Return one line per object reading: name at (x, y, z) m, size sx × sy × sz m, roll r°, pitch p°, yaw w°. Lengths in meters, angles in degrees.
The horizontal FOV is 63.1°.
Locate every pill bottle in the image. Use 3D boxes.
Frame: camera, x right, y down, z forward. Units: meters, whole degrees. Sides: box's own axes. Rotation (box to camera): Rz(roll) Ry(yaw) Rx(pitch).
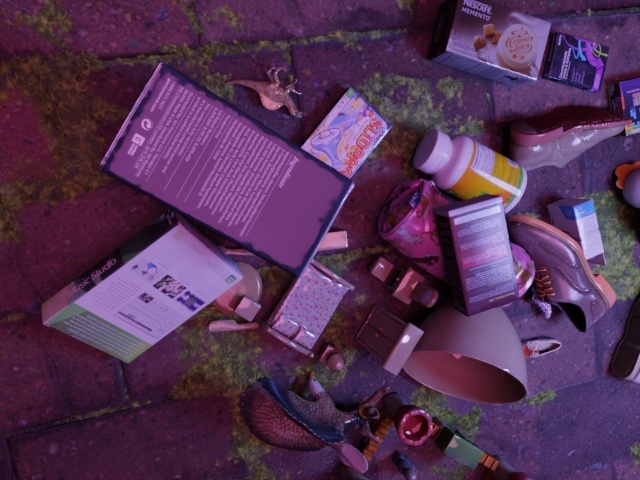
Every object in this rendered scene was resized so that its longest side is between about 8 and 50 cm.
pill bottle at (0.350, -0.166, 1.239) m, size 0.245 × 0.136 × 0.136 m, roll 23°, pitch 91°, yaw -15°

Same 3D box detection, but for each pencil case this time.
pencil case at (0.326, 0.012, 1.247) m, size 0.386 × 0.167 × 0.160 m, roll 33°, pitch 47°, yaw -15°

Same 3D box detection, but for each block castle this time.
block castle at (0.292, 0.614, 1.278) m, size 0.453 × 0.213 × 0.303 m, roll 35°, pitch 88°, yaw -15°

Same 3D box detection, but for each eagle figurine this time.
eagle figurine at (-0.023, 0.401, 1.196) m, size 0.298 × 0.225 × 0.226 m, roll 3°, pitch 106°, yaw -25°

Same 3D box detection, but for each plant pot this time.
plant pot at (0.354, 0.242, 1.243) m, size 0.284 × 0.284 × 0.191 m, roll 31°, pitch 60°, yaw -15°

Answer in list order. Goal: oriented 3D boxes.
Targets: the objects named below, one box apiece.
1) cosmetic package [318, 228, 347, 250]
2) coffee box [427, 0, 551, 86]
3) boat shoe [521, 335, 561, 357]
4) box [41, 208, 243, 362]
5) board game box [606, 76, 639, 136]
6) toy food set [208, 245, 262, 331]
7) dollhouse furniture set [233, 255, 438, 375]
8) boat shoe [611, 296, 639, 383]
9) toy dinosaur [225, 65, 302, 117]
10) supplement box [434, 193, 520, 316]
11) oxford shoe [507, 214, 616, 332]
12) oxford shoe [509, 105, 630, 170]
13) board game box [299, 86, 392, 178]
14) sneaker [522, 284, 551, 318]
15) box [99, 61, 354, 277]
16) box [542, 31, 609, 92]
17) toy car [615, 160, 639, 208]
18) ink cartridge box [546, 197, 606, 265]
cosmetic package at (0.000, 0.000, 1.213) m, size 0.115 × 0.060 × 0.041 m, roll -7°, pitch 98°, yaw -14°
coffee box at (0.398, -0.471, 1.234) m, size 0.246 × 0.098 × 0.141 m, roll 13°, pitch 93°, yaw -15°
boat shoe at (0.576, 0.290, 1.397) m, size 0.137 × 0.043 × 0.049 m, roll -12°, pitch 101°, yaw -11°
box at (-0.349, 0.102, 1.056) m, size 0.322 × 0.058 × 0.232 m, roll -37°, pitch 140°, yaw 1°
board game box at (0.857, -0.363, 1.386) m, size 0.170 × 0.048 × 0.141 m, roll -16°, pitch 101°, yaw -12°
toy food set at (-0.199, 0.108, 1.194) m, size 0.132 × 0.038 × 0.192 m, roll 2°, pitch 91°, yaw -21°
dollhouse furniture set at (0.045, 0.132, 1.161) m, size 0.355 × 0.174 × 0.303 m, roll 33°, pitch 87°, yaw -22°
boat shoe at (0.926, 0.257, 1.450) m, size 0.103 × 0.113 × 0.302 m, roll 20°, pitch 102°, yaw -16°
toy dinosaur at (-0.109, -0.338, 1.151) m, size 0.183 × 0.053 × 0.093 m, roll 25°, pitch 92°, yaw -15°
supplement box at (0.342, 0.031, 1.136) m, size 0.130 × 0.073 × 0.240 m, roll -15°, pitch 101°, yaw -10°
oxford shoe at (0.592, 0.083, 1.314) m, size 0.363 × 0.130 × 0.133 m, roll 43°, pitch 74°, yaw -7°
oxford shoe at (0.623, -0.257, 1.326) m, size 0.348 × 0.123 × 0.130 m, roll -12°, pitch 126°, yaw -13°
board game box at (0.052, -0.233, 1.211) m, size 0.136 × 0.035 × 0.201 m, roll 39°, pitch 87°, yaw -15°
sneaker at (0.571, 0.165, 1.386) m, size 0.069 × 0.038 × 0.098 m, roll -12°, pitch 90°, yaw -11°
box at (-0.181, -0.129, 1.034) m, size 0.395 × 0.293 × 0.212 m, roll 29°, pitch 89°, yaw -15°
box at (0.655, -0.455, 1.336) m, size 0.162 × 0.029 × 0.116 m, roll 9°, pitch 94°, yaw -13°
toy car at (0.900, -0.134, 1.375) m, size 0.210 × 0.219 × 0.238 m, roll -42°, pitch 76°, yaw -6°
ink cartridge box at (0.662, -0.015, 1.350) m, size 0.060 × 0.104 × 0.180 m, roll -20°, pitch 100°, yaw -11°
